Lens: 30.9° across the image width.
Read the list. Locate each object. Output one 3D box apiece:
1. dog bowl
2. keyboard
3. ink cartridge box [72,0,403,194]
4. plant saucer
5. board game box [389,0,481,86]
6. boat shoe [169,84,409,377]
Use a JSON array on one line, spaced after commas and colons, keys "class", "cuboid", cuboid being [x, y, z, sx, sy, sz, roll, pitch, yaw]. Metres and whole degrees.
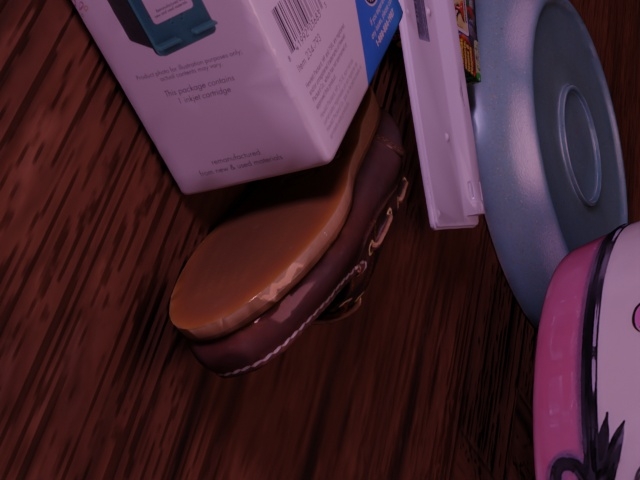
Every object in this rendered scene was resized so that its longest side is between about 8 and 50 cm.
[{"class": "dog bowl", "cuboid": [0.274, 0.164, 0.819, 0.408, 0.150, 0.408, 25, 61, -58]}, {"class": "keyboard", "cuboid": [0.063, -0.134, 0.700, 0.072, 0.014, 0.256, -5, 86, -56]}, {"class": "ink cartridge box", "cuboid": [-0.054, -0.152, 0.475, 0.231, 0.078, 0.134, 63, 32, -29]}, {"class": "plant saucer", "cuboid": [0.199, -0.075, 0.955, 0.317, 0.043, 0.318, 29, 57, -56]}, {"class": "board game box", "cuboid": [0.062, -0.243, 0.771, 0.136, 0.030, 0.260, 16, 67, -57]}, {"class": "boat shoe", "cuboid": [0.000, 0.000, 0.533, 0.073, 0.073, 0.207, 64, 32, -24]}]
